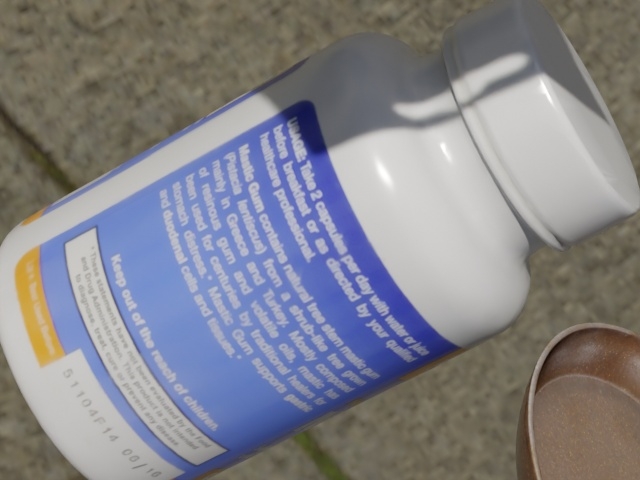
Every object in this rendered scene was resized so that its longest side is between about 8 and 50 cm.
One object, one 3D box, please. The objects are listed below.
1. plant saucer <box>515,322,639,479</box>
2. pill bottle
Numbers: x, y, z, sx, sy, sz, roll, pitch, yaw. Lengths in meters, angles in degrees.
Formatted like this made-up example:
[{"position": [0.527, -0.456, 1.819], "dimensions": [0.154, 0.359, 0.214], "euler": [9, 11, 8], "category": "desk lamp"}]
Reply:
[{"position": [0.139, 0.116, 0.768], "dimensions": [0.168, 0.168, 0.029], "euler": [20, 138, -36], "category": "plant saucer"}, {"position": [0.000, 0.000, 0.817], "dimensions": [0.272, 0.152, 0.152], "euler": [-27, 135, 18], "category": "pill bottle"}]
